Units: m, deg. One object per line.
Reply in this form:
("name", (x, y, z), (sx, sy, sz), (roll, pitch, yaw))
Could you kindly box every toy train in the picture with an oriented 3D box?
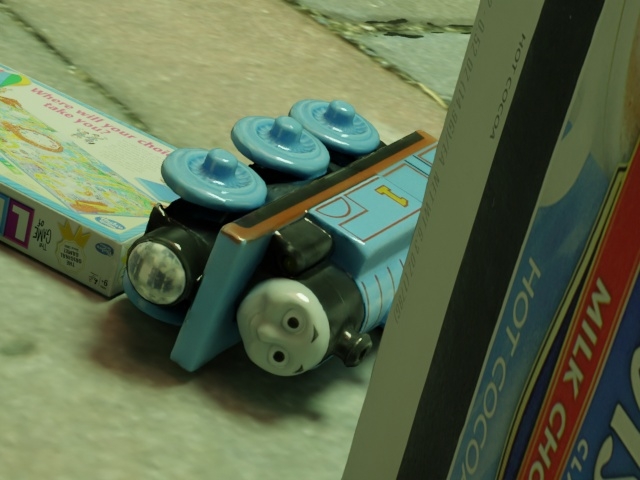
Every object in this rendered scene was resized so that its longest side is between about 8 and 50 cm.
("toy train", (0.000, 0.000, 0.658), (0.105, 0.080, 0.184), (31, 28, 18))

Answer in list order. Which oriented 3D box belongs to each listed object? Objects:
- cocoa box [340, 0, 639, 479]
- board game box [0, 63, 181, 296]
("cocoa box", (0.167, 0.010, 0.408), (0.231, 0.347, 0.228), (8, 26, -15))
("board game box", (-0.121, -0.032, 0.710), (0.154, 0.026, 0.103), (26, 27, 21))
